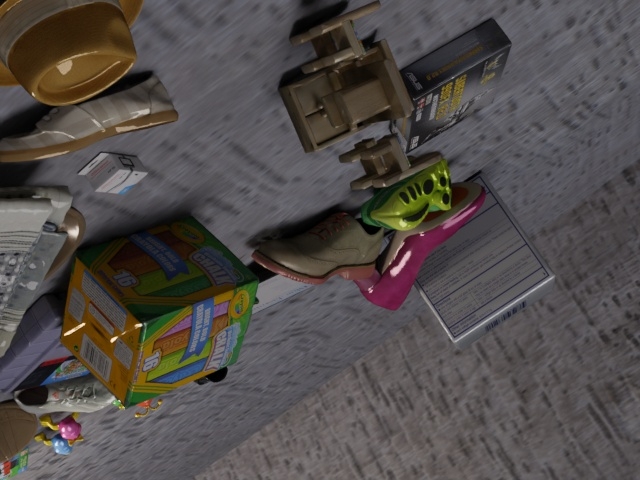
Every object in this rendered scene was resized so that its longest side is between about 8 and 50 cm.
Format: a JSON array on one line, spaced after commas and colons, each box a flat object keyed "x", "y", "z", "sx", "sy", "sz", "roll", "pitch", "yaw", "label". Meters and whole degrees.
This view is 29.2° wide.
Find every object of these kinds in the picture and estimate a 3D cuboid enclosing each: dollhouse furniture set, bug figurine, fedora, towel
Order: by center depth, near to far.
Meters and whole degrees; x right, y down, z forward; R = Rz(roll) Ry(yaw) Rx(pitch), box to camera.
[{"x": -0.245, "y": -0.189, "z": 1.207, "sx": 0.194, "sy": 0.079, "sz": 0.194, "roll": -31, "pitch": 165, "yaw": -9, "label": "fedora"}, {"x": -0.461, "y": 0.063, "z": 1.427, "sx": 0.324, "sy": 0.056, "sz": 0.312, "roll": -7, "pitch": 138, "yaw": -45, "label": "towel"}, {"x": 0.070, "y": -0.196, "z": 1.602, "sx": 0.161, "sy": 0.212, "sz": 0.242, "roll": -26, "pitch": -170, "yaw": -18, "label": "dollhouse furniture set"}, {"x": -0.452, "y": 0.355, "z": 2.500, "sx": 0.279, "sy": 0.072, "sz": 0.216, "roll": -31, "pitch": 165, "yaw": -8, "label": "bug figurine"}]

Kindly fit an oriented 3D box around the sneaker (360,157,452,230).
[{"x": 0.168, "y": -0.093, "z": 2.355, "sx": 0.123, "sy": 0.109, "sz": 0.295, "roll": 0, "pitch": -167, "yaw": 29, "label": "sneaker"}]

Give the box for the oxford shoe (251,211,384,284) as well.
[{"x": 0.000, "y": 0.000, "z": 2.303, "sx": 0.348, "sy": 0.123, "sz": 0.130, "roll": -5, "pitch": 122, "yaw": -57, "label": "oxford shoe"}]

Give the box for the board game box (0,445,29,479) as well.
[{"x": -0.686, "y": 0.471, "z": 2.449, "sx": 0.211, "sy": 0.039, "sz": 0.160, "roll": -25, "pitch": 164, "yaw": -24, "label": "board game box"}]

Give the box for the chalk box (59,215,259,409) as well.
[{"x": -0.219, "y": 0.095, "z": 1.871, "sx": 0.289, "sy": 0.180, "sz": 0.179, "roll": -21, "pitch": 140, "yaw": -42, "label": "chalk box"}]

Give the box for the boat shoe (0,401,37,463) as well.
[{"x": -0.628, "y": 0.371, "z": 2.161, "sx": 0.092, "sy": 0.103, "sz": 0.285, "roll": -14, "pitch": -165, "yaw": 44, "label": "boat shoe"}]

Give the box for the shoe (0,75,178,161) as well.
[{"x": -0.268, "y": -0.136, "z": 1.392, "sx": 0.219, "sy": 0.058, "sz": 0.076, "roll": -20, "pitch": -169, "yaw": -29, "label": "shoe"}]

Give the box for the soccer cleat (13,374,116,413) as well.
[{"x": -0.446, "y": 0.272, "z": 2.175, "sx": 0.196, "sy": 0.068, "sz": 0.076, "roll": -10, "pitch": 161, "yaw": 8, "label": "soccer cleat"}]

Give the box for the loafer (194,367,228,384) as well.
[{"x": -0.241, "y": 0.278, "z": 2.674, "sx": 0.076, "sy": 0.078, "sz": 0.223, "roll": -27, "pitch": 164, "yaw": -21, "label": "loafer"}]

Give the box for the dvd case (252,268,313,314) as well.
[{"x": -0.120, "y": 0.104, "z": 2.431, "sx": 0.180, "sy": 0.022, "sz": 0.253, "roll": -26, "pitch": 167, "yaw": 11, "label": "dvd case"}]

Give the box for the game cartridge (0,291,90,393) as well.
[{"x": -0.389, "y": 0.157, "z": 2.042, "sx": 0.230, "sy": 0.068, "sz": 0.355, "roll": -45, "pitch": 161, "yaw": 26, "label": "game cartridge"}]

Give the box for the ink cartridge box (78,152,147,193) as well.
[{"x": -0.267, "y": -0.086, "z": 1.581, "sx": 0.048, "sy": 0.028, "sz": 0.083, "roll": -39, "pitch": 164, "yaw": 20, "label": "ink cartridge box"}]

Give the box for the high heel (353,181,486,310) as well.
[{"x": 0.226, "y": 0.014, "z": 2.573, "sx": 0.377, "sy": 0.127, "sz": 0.181, "roll": -29, "pitch": 125, "yaw": 33, "label": "high heel"}]

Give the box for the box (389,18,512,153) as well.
[{"x": 0.206, "y": -0.245, "z": 1.996, "sx": 0.183, "sy": 0.056, "sz": 0.231, "roll": -30, "pitch": 165, "yaw": -10, "label": "box"}]

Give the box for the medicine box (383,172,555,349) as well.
[{"x": 0.330, "y": 0.047, "z": 2.713, "sx": 0.263, "sy": 0.289, "sz": 0.149, "roll": -33, "pitch": 164, "yaw": 2, "label": "medicine box"}]

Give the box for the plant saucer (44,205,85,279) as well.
[{"x": -0.432, "y": 0.026, "z": 1.575, "sx": 0.278, "sy": 0.041, "sz": 0.278, "roll": -30, "pitch": 164, "yaw": -9, "label": "plant saucer"}]
